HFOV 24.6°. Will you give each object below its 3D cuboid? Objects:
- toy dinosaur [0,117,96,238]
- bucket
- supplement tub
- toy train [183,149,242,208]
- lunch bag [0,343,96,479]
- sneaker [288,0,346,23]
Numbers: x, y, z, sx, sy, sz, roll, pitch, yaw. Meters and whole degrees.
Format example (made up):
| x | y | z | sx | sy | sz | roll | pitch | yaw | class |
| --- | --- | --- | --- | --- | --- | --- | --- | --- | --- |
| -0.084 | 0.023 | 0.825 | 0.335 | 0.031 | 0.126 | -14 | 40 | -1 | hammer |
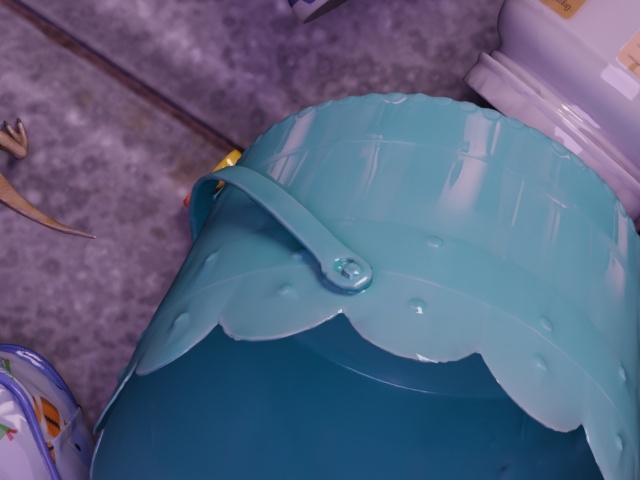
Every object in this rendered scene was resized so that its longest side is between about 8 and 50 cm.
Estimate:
| x | y | z | sx | sy | sz | roll | pitch | yaw | class |
| --- | --- | --- | --- | --- | --- | --- | --- | --- | --- |
| -0.204 | -0.050 | 0.841 | 0.183 | 0.092 | 0.053 | 42 | 98 | -2 | toy dinosaur |
| 0.035 | 0.073 | 0.743 | 0.281 | 0.183 | 0.281 | 10 | 137 | 10 | bucket |
| 0.186 | -0.122 | 0.780 | 0.144 | 0.144 | 0.200 | 41 | 98 | -2 | supplement tub |
| 0.000 | 0.000 | 0.858 | 0.166 | 0.046 | 0.125 | -5 | 97 | 4 | toy train |
| -0.230 | 0.216 | 0.859 | 0.243 | 0.115 | 0.303 | -21 | 96 | 1 | lunch bag |
| 0.068 | -0.276 | 0.777 | 0.315 | 0.127 | 0.182 | -34 | 96 | 9 | sneaker |
